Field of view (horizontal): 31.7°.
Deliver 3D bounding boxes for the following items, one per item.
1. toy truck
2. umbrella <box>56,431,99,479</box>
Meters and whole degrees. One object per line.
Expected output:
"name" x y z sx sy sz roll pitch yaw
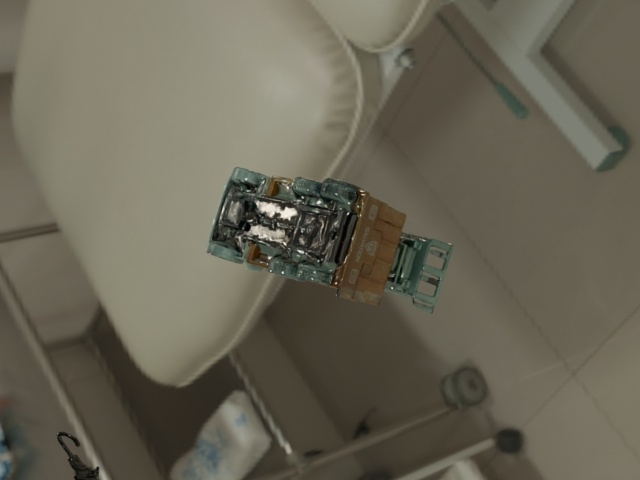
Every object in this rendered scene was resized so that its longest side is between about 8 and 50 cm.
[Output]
"toy truck" 0.000 -0.001 0.878 0.177 0.115 0.080 14 86 50
"umbrella" -0.157 0.189 0.806 0.022 0.022 0.149 3 128 28
